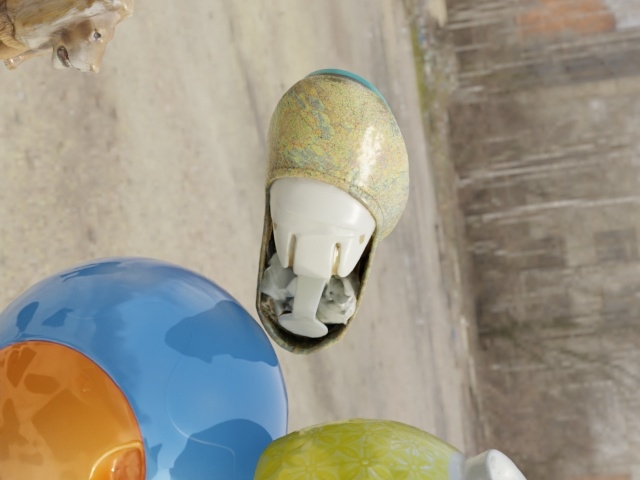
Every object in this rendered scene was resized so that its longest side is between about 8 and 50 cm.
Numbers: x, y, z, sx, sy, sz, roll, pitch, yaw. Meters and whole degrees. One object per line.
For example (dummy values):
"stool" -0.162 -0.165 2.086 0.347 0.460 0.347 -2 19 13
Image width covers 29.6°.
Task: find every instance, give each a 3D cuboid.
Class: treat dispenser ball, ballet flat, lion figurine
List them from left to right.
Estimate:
"lion figurine" -0.317 -0.278 1.433 0.392 0.240 0.142 -93 163 -71
"treat dispenser ball" -0.171 0.157 1.066 0.288 0.288 0.288 -7 90 -81
"ballet flat" 0.000 0.000 1.006 0.348 0.123 0.123 100 -11 -62

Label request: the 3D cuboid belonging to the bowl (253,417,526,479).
"bowl" 0.094 0.247 0.934 0.289 0.156 0.289 50 19 -24
